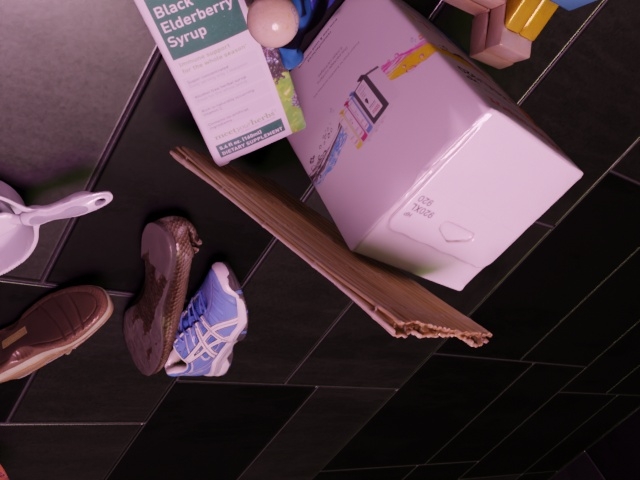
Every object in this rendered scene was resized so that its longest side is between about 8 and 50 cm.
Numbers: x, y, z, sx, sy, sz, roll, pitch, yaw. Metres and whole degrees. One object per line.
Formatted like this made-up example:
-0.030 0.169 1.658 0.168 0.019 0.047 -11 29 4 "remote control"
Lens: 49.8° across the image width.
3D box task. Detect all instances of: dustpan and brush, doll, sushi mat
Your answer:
-0.305 -0.021 0.662 0.211 0.060 0.147 -22 141 -7 "dustpan and brush"
-0.015 -0.203 0.544 0.046 0.189 0.129 10 130 15 "doll"
0.000 0.000 0.613 0.151 0.317 0.019 18 104 -50 "sushi mat"

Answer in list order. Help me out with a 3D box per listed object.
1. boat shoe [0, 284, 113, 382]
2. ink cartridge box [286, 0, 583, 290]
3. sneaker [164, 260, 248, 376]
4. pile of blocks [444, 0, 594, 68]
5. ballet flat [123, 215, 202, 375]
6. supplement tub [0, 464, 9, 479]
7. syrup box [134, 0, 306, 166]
-0.315 0.111 0.810 0.190 0.068 0.072 -26 155 13 "boat shoe"
0.093 -0.101 0.670 0.171 0.232 0.168 19 122 -43 "ink cartridge box"
-0.149 0.112 0.886 0.081 0.080 0.211 -7 136 -29 "sneaker"
0.216 -0.309 0.561 0.113 0.149 0.362 11 120 -31 "pile of blocks"
-0.188 0.069 0.829 0.058 0.084 0.249 -25 145 -44 "ballet flat"
-0.556 0.396 0.871 0.316 0.193 0.194 -38 140 12 "supplement tub"
-0.095 -0.186 0.577 0.093 0.096 0.236 -25 142 -3 "syrup box"
